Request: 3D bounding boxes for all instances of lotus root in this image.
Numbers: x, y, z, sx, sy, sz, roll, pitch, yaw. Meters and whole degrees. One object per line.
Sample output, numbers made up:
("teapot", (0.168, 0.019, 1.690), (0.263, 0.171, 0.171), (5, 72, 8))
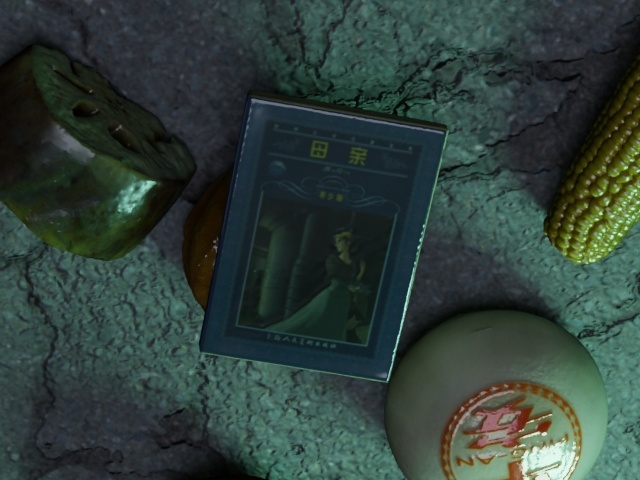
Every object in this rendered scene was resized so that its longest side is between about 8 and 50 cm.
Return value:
("lotus root", (-0.237, -0.079, 1.804), (0.235, 0.138, 0.119), (37, 118, -21))

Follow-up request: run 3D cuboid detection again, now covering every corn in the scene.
("corn", (0.316, -0.112, 1.803), (0.101, 0.101, 0.310), (28, 110, -12))

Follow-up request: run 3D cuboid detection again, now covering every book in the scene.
("book", (0.000, 0.000, 1.766), (0.190, 0.025, 0.269), (10, 113, -7))

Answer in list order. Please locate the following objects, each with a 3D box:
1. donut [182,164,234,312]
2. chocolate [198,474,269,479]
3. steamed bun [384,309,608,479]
("donut", (-0.026, 0.013, 1.847), (0.226, 0.114, 0.227), (-1, 113, -2))
("chocolate", (-0.094, 0.320, 1.967), (0.176, 0.177, 0.177), (0, 113, -1))
("steamed bun", (0.181, 0.189, 1.906), (0.231, 0.145, 0.232), (0, 114, 0))
